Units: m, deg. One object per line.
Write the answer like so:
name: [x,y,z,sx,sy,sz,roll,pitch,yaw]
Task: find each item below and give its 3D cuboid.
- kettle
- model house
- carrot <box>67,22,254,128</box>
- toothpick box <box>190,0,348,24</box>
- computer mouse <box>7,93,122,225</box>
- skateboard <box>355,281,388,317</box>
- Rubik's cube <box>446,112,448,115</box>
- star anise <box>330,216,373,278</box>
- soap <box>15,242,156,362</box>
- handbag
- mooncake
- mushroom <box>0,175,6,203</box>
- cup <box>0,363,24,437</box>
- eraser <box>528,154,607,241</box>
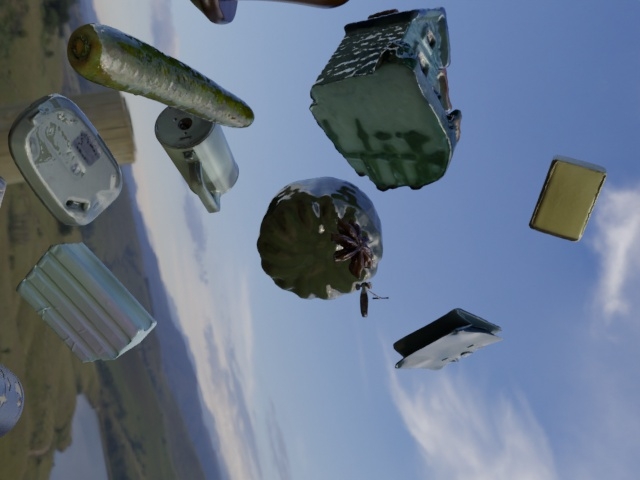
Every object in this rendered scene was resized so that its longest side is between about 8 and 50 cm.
kettle: [-0.393,-0.283,2.078,0.265,0.205,0.318,47,-13,25]
model house: [0.170,-0.317,1.211,0.252,0.329,0.295,-6,-41,39]
carrot: [-0.200,-0.219,0.881,0.074,0.359,0.074,-2,-95,29]
toothpick box: [-0.097,-0.481,1.075,0.192,0.295,0.191,0,90,-83]
computer mouse: [-0.567,-0.172,1.379,0.095,0.197,0.330,22,-32,27]
skateboard: [0.092,0.111,1.098,0.083,0.032,0.063,28,56,-58]
Rubik's cube: [0.191,-0.351,1.671,0.264,0.319,0.318,61,7,-64]
star anise: [0.083,0.016,1.549,0.057,0.168,0.167,-29,-111,32]
soap: [-0.541,0.149,1.426,0.289,0.173,0.095,45,15,5]
handbag: [0.274,0.226,1.346,0.221,0.144,0.057,-44,-141,44]
mooncake: [0.000,0.000,1.759,0.194,0.357,0.356,-81,173,-57]
mushroom: [-0.703,-0.116,1.037,0.154,0.408,0.137,105,10,-89]
cup: [-0.660,0.326,1.111,0.256,0.179,0.254,120,-19,-66]
eraser: [0.544,-0.093,1.365,0.058,0.117,0.172,-51,155,-60]
